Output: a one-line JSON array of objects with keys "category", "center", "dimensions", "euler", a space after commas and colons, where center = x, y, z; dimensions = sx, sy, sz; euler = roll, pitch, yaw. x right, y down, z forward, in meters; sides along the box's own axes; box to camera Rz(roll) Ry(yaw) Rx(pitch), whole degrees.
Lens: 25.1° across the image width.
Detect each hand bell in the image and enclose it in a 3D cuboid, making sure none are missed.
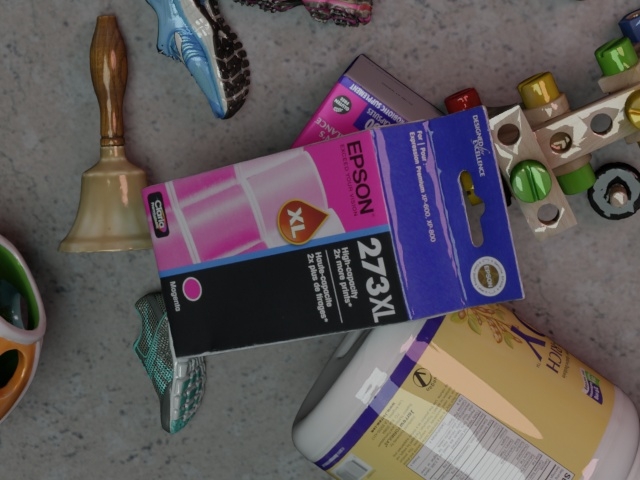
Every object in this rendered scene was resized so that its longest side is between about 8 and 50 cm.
[{"category": "hand bell", "center": [-0.219, -0.112, 1.495], "dimensions": [0.126, 0.126, 0.242], "euler": [-3, 94, 11]}]

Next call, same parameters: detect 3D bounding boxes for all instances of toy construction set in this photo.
[{"category": "toy construction set", "center": [0.235, -0.141, 1.322], "dimensions": [0.257, 0.237, 0.309], "euler": [2, 106, 9]}]

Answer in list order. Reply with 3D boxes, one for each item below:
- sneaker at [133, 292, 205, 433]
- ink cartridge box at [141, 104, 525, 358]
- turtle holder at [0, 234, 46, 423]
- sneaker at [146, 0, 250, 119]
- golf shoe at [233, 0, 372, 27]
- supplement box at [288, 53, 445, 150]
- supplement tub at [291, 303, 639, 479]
[{"category": "sneaker", "center": [-0.170, 0.130, 1.577], "dimensions": [0.076, 0.065, 0.166], "euler": [9, 106, 24]}, {"category": "ink cartridge box", "center": [0.000, 0.000, 1.328], "dimensions": [0.371, 0.069, 0.175], "euler": [-12, 89, 34]}, {"category": "turtle holder", "center": [-0.419, 0.074, 1.524], "dimensions": [0.227, 0.320, 0.243], "euler": [-32, 131, 18]}, {"category": "sneaker", "center": [-0.128, -0.198, 1.470], "dimensions": [0.073, 0.063, 0.162], "euler": [-20, 96, 29]}, {"category": "golf shoe", "center": [-0.033, -0.269, 1.427], "dimensions": [0.186, 0.067, 0.086], "euler": [12, 84, 4]}, {"category": "supplement box", "center": [0.014, -0.062, 1.452], "dimensions": [0.111, 0.114, 0.220], "euler": [35, 111, -2]}, {"category": "supplement tub", "center": [0.165, 0.197, 1.436], "dimensions": [0.331, 0.241, 0.241], "euler": [35, 109, -2]}]
